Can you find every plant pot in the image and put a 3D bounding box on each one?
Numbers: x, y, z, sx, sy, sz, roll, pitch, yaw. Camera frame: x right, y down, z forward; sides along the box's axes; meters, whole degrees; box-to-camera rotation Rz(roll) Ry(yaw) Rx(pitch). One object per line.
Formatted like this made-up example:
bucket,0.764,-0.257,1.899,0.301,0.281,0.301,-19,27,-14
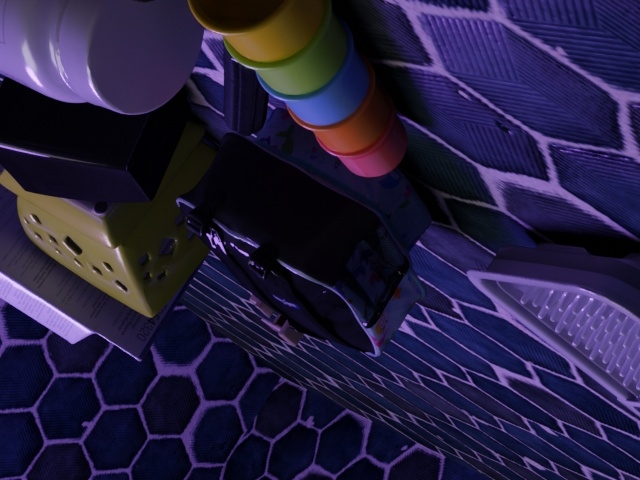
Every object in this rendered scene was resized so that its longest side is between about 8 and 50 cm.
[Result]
plant pot,-0.257,-0.142,1.832,0.167,0.188,0.187,20,166,14
plant pot,-0.257,-0.076,2.025,0.228,0.227,0.207,29,163,24

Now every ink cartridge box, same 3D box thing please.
ink cartridge box,-0.324,-0.022,2.212,0.330,0.324,0.071,35,141,-6

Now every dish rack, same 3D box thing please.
dish rack,0.319,0.103,1.483,0.333,0.072,0.285,36,170,-20

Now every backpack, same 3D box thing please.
backpack,0.000,0.000,1.636,0.225,0.191,0.253,30,163,34

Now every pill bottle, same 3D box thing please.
pill bottle,-0.249,-0.219,1.451,0.283,0.160,0.160,26,168,37

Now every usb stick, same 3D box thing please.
usb stick,-0.066,-0.158,1.436,0.045,0.077,0.278,-3,171,-4

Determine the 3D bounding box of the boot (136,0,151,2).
boot,-0.254,-0.294,1.297,0.264,0.096,0.280,37,170,-24

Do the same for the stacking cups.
stacking cups,0.001,-0.144,1.293,0.096,0.096,0.316,28,174,28

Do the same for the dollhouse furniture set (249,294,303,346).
dollhouse furniture set,-0.028,0.031,1.968,0.101,0.161,0.182,25,168,39
